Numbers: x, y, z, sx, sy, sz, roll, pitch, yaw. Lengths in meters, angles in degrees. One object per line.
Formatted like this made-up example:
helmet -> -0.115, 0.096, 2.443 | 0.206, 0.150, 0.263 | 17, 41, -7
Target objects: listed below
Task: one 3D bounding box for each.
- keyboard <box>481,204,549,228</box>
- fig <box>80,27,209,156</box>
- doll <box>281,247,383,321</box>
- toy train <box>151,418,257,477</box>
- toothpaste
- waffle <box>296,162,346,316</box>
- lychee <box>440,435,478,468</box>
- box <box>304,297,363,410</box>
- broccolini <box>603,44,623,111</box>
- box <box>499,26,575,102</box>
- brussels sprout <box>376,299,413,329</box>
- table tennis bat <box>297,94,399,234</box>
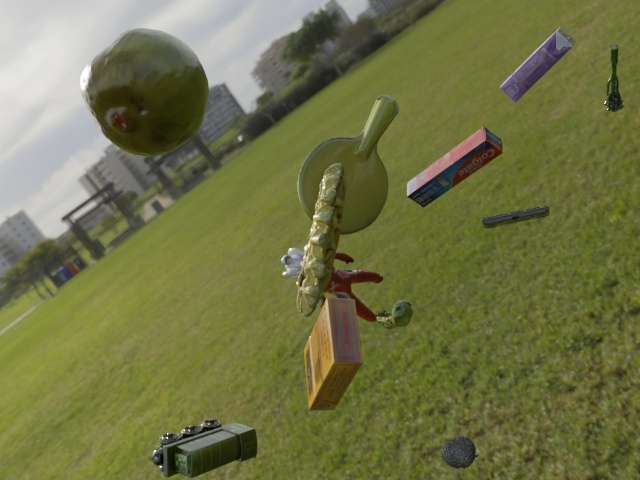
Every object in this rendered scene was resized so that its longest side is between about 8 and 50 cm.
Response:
keyboard -> 0.387, -0.046, 1.305 | 0.129, 0.015, 0.049 | -13, -14, 17
fig -> -0.446, -0.403, 1.737 | 0.343, 0.343, 0.343 | -34, 12, 8
doll -> 0.036, 0.117, 1.904 | 0.099, 0.384, 0.189 | -8, 62, 44
toy train -> -0.261, 0.469, 1.481 | 0.137, 0.090, 0.225 | 2, 5, 41
toothpaste -> 0.393, -0.213, 1.961 | 0.320, 0.076, 0.066 | -37, 34, 42
waffle -> 0.002, 0.001, 1.141 | 0.261, 0.056, 0.250 | -77, 2, -49
lychee -> 0.306, 0.466, 1.448 | 0.083, 0.068, 0.067 | 2, 44, -5
box -> 0.026, 0.287, 1.626 | 0.274, 0.076, 0.174 | 111, 160, -51
broccolini -> 0.575, -0.313, 1.285 | 0.030, 0.140, 0.035 | -22, 40, -4
box -> 0.328, -0.264, 0.994 | 0.117, 0.036, 0.050 | -46, -1, 38
brussels sprout -> 0.151, 0.153, 1.324 | 0.046, 0.051, 0.083 | -1, -26, -37
table tennis bat -> 0.085, -0.190, 1.596 | 0.369, 0.224, 0.054 | -63, 13, -8
